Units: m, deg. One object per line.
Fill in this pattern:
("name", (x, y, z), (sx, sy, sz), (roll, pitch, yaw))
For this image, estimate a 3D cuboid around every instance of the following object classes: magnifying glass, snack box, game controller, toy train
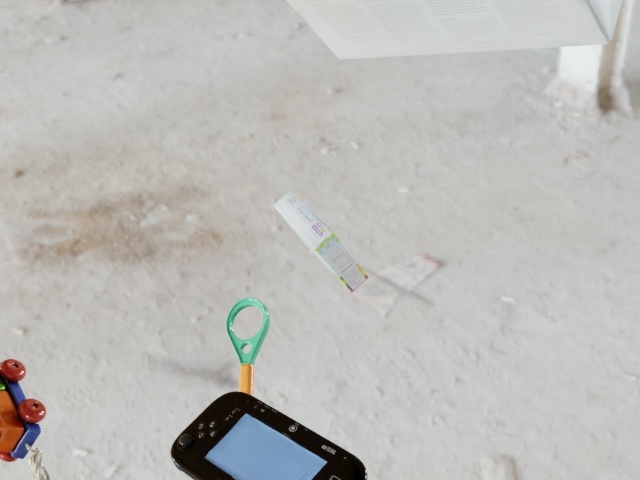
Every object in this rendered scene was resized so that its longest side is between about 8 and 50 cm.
("magnifying glass", (-0.145, 0.222, 1.845), (0.092, 0.026, 0.231), (-11, 64, 20))
("snack box", (0.000, 0.000, 1.296), (0.037, 0.100, 0.141), (-40, 38, -3))
("game controller", (-0.082, 0.342, 1.433), (0.319, 0.067, 0.166), (23, 62, 37))
("toy train", (-0.483, 0.281, 1.374), (0.143, 0.105, 0.248), (13, 29, -48))

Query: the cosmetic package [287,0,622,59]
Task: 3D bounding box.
("cosmetic package", (0.110, -0.326, 1.049), (0.377, 0.284, 0.097), (5, 70, 37))
